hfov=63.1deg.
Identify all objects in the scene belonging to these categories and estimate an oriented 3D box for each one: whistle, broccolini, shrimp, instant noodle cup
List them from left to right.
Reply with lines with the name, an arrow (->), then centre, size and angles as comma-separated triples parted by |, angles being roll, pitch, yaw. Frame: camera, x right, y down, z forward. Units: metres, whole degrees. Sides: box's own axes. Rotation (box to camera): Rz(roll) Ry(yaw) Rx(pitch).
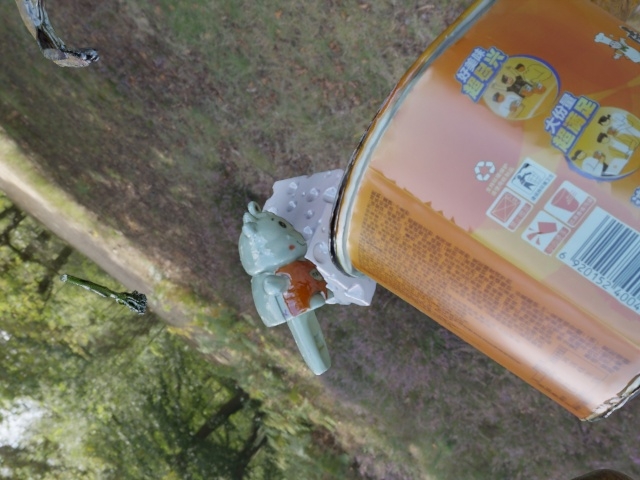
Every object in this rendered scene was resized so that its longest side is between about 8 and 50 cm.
shrimp -> -0.287, -0.277, 0.578 | 0.219, 0.046, 0.152 | -16, 97, 43
broccolini -> -0.388, 0.099, 0.953 | 0.044, 0.042, 0.218 | 19, 171, 21
whistle -> -0.044, 0.062, 0.714 | 0.106, 0.102, 0.253 | -24, 87, 49
instant noodle cup -> 0.182, -0.018, 0.397 | 0.214, 0.296, 0.296 | 42, 163, 25

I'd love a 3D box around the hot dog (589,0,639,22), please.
hot dog -> 0.608, -0.480, 1.164 | 0.122, 0.272, 0.196 | 31, 178, 21

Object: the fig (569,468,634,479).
fig -> 0.501, 0.510, 0.865 | 0.149, 0.149, 0.245 | 53, -162, -34

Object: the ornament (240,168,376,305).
ornament -> 0.000, 0.000, 1.278 | 0.239, 0.239, 0.240 | -3, 147, 46
